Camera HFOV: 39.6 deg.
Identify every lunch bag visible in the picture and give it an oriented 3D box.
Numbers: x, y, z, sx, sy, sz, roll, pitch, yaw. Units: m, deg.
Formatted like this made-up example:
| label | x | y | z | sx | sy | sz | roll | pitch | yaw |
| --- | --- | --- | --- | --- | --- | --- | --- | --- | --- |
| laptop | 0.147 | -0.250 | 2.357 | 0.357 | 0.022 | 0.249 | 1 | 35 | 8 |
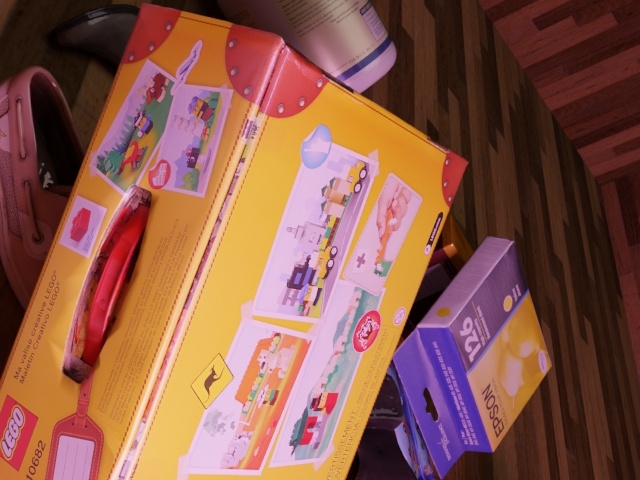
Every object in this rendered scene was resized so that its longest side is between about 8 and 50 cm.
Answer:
| label | x | y | z | sx | sy | sz | roll | pitch | yaw |
| --- | --- | --- | --- | --- | --- | --- | --- | --- | --- |
| lunch bag | 0.102 | 0.298 | 1.448 | 0.293 | 0.138 | 0.220 | 18 | 55 | -65 |

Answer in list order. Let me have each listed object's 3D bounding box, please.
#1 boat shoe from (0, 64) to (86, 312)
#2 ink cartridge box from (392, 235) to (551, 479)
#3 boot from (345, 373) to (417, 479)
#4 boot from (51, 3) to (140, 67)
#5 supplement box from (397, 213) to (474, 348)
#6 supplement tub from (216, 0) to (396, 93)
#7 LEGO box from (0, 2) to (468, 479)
| label | x | y | z | sx | sy | sz | roll | pitch | yaw |
| --- | --- | --- | --- | --- | --- | --- | --- | --- | --- |
| boat shoe | -0.292 | -0.027 | 1.000 | 0.122 | 0.110 | 0.341 | -26 | 93 | -62 |
| ink cartridge box | 0.267 | 0.203 | 1.497 | 0.307 | 0.072 | 0.303 | -48 | 130 | -34 |
| boot | 0.015 | 0.333 | 1.141 | 0.096 | 0.280 | 0.264 | 6 | 56 | -24 |
| boot | -0.256 | -0.241 | 1.255 | 0.246 | 0.083 | 0.161 | -20 | 94 | -60 |
| supplement box | 0.204 | 0.092 | 1.657 | 0.191 | 0.194 | 0.129 | 57 | 20 | -19 |
| supplement tub | -0.037 | -0.404 | 1.577 | 0.324 | 0.235 | 0.235 | 57 | 30 | -18 |
| LEGO box | -0.086 | 0.073 | 0.922 | 0.372 | 0.193 | 0.500 | 20 | 92 | -54 |
